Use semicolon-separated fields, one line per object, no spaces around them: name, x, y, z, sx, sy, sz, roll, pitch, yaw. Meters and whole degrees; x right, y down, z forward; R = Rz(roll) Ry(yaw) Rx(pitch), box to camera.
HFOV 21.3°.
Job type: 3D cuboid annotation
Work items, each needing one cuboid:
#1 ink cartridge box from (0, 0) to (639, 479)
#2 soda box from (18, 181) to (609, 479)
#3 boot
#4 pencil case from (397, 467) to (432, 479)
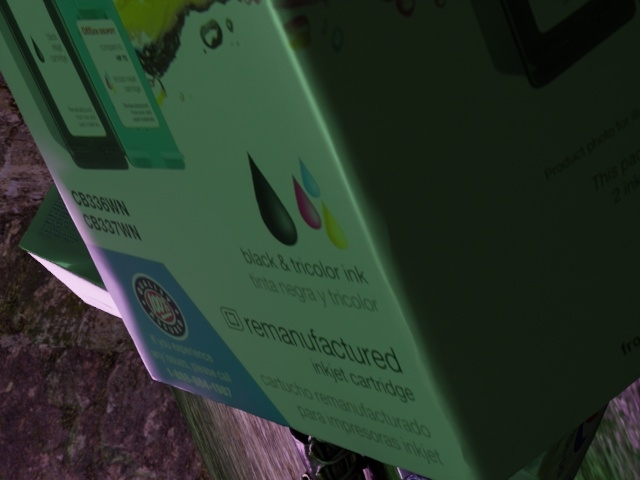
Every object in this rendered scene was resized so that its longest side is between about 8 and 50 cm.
ink cartridge box;0.013;-0.103;0.522;0.198;0.197;0.270;9;128;57
soda box;0.002;0.031;0.841;0.286;0.091;0.098;22;167;20
boot;0.033;0.272;1.572;0.263;0.091;0.229;-138;28;-70
pencil case;0.119;0.215;1.073;0.086;0.088;0.206;-149;38;-75
